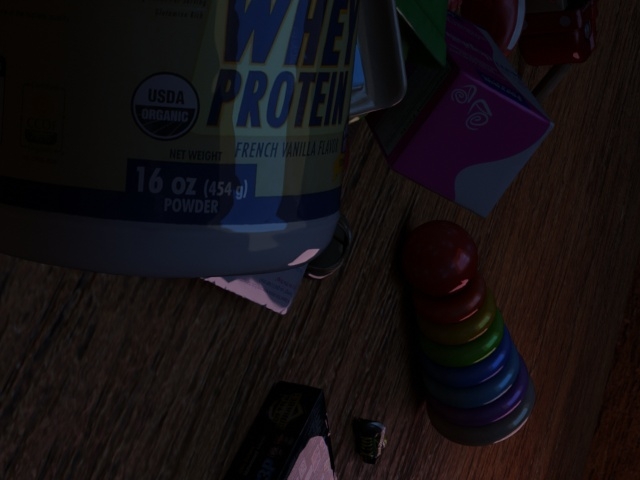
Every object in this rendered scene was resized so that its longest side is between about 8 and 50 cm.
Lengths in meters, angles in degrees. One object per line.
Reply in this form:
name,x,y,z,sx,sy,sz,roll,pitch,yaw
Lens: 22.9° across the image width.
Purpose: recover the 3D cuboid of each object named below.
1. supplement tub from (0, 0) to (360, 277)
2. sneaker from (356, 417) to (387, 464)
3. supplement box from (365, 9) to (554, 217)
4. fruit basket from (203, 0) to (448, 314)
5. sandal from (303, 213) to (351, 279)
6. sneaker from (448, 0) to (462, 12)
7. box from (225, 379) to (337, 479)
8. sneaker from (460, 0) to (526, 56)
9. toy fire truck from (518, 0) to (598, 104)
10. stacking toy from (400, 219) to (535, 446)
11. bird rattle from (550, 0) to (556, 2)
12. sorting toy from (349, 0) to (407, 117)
supplement tub,-0.090,-0.151,0.903,0.228,0.228,0.316,-20,117,-68
sneaker,0.057,0.226,1.769,0.083,0.031,0.035,65,39,-58
supplement box,0.110,-0.133,1.452,0.114,0.111,0.220,-54,-153,20
fruit basket,-0.029,-0.131,1.264,0.353,0.165,0.327,-64,159,-2
sandal,0.000,0.000,1.486,0.180,0.049,0.072,21,78,-70
sneaker,0.141,-0.341,1.683,0.092,0.088,0.225,71,33,-51
box,-0.046,0.268,1.468,0.220,0.051,0.175,-62,153,-44
sneaker,0.180,-0.326,1.839,0.128,0.087,0.221,8,78,-62
toy fire truck,0.320,-0.277,2.167,0.217,0.159,0.246,-47,131,-58
stacking toy,0.165,0.100,1.907,0.330,0.141,0.141,69,34,-43
bird rattle,0.137,-0.308,1.486,0.207,0.253,0.143,47,69,-31
sorting toy,-0.042,-0.163,1.082,0.208,0.038,0.193,-16,107,-22
